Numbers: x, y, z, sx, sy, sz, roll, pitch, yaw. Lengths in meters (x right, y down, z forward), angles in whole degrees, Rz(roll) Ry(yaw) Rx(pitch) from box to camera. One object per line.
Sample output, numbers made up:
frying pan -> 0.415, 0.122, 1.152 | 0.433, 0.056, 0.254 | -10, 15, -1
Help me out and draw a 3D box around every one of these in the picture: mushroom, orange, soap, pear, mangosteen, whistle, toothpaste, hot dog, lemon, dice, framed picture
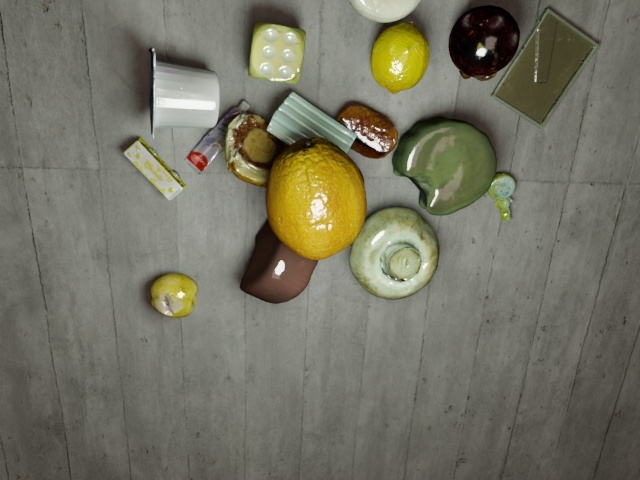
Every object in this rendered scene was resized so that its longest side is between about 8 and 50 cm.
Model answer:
mushroom -> 0.274, 0.050, 1.800 | 0.352, 0.260, 0.352 | -4, 110, -11
orange -> -0.014, -0.129, 1.484 | 0.322, 0.322, 0.357 | -9, 121, -4
soap -> -0.027, -0.357, 1.626 | 0.265, 0.160, 0.087 | 32, 140, -6
pear -> -0.542, 0.200, 1.806 | 0.178, 0.178, 0.178 | -2, 110, -6
mangosteen -> 0.540, -0.637, 1.621 | 0.228, 0.228, 0.265 | -32, 148, 5
whistle -> 0.701, -0.169, 1.885 | 0.104, 0.057, 0.198 | -16, 118, 11
toothpaste -> -0.350, -0.361, 1.691 | 0.075, 0.048, 0.301 | 38, 104, -22
hot dog -> 0.157, -0.381, 1.712 | 0.227, 0.099, 0.160 | 33, 104, -11
lemon -> 0.258, -0.596, 1.599 | 0.192, 0.192, 0.231 | 8, 115, -10
dice -> -0.140, -0.596, 1.562 | 0.166, 0.169, 0.169 | 6, 109, -9
framed picture -> 0.797, -0.606, 1.749 | 0.247, 0.022, 0.335 | 26, 105, -14

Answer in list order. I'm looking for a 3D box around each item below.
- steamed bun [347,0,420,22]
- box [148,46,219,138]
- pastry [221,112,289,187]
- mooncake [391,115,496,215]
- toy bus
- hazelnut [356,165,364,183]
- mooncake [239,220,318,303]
steamed bun -> 0.192, -0.827, 1.513 | 0.283, 0.177, 0.283 | -5, 117, -10
box -> -0.428, -0.470, 1.536 | 0.206, 0.262, 0.291 | -2, 153, -23
pastry -> -0.210, -0.282, 1.655 | 0.256, 0.170, 0.237 | 8, 72, -32
mooncake -> 0.438, -0.274, 1.742 | 0.351, 0.187, 0.351 | -1, 110, -2
toy bus -> -0.566, -0.247, 1.690 | 0.081, 0.074, 0.226 | -37, 109, 7
hazelnut -> 0.062, -0.181, 1.735 | 0.204, 0.178, 0.178 | -30, 111, 22
mooncake -> -0.141, 0.073, 1.728 | 0.174, 0.326, 0.334 | 28, 116, -27
